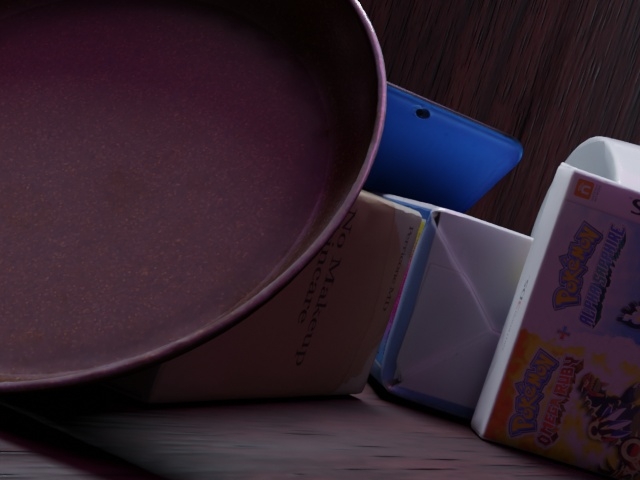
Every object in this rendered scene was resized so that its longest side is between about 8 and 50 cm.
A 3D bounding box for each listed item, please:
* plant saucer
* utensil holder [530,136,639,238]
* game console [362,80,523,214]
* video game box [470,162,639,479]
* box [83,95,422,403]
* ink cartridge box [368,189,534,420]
[{"bbox_3d":[-0.121,-0.047,0.682,0.310,0.310,0.050,19,-34,23],"label":"plant saucer"},{"bbox_3d":[0.486,0.065,1.798,0.385,0.328,0.327,15,3,-10],"label":"utensil holder"},{"bbox_3d":[0.024,-0.131,1.369,0.293,0.173,0.250,23,27,-13],"label":"game console"},{"bbox_3d":[0.229,0.069,1.007,0.187,0.205,0.048,18,4,-5],"label":"video game box"},{"bbox_3d":[-0.057,0.014,0.869,0.121,0.148,0.311,20,4,23],"label":"box"},{"bbox_3d":[0.163,0.066,1.227,0.270,0.151,0.395,19,4,-8],"label":"ink cartridge box"}]
